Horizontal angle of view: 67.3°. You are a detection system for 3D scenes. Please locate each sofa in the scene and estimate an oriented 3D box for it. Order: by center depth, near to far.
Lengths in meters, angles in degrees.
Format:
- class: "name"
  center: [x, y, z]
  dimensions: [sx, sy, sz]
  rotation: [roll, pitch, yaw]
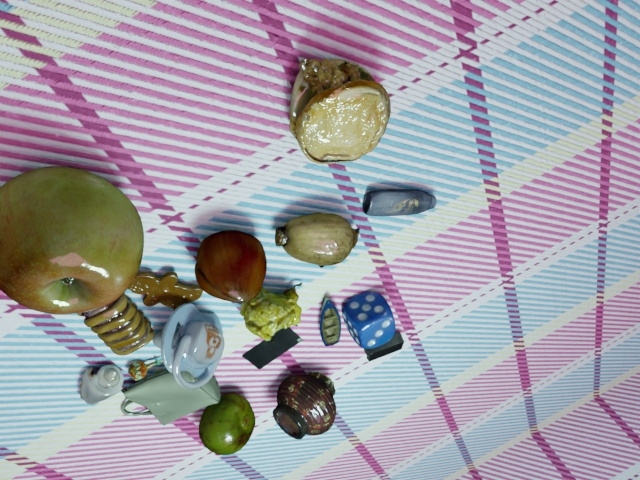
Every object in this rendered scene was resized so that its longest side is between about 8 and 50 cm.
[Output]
- class: "sofa"
  center: [0.240, 0.402, 1.843]
  dimensions: [0.147, 0.060, 0.085]
  rotation: [-19, 147, -10]

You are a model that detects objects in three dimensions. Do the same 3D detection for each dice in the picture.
- class: "dice"
  center: [0.166, 0.274, 1.649]
  dimensions: [0.146, 0.143, 0.146]
  rotation: [-23, 130, -12]

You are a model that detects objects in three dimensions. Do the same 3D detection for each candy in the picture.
- class: "candy"
  center: [-0.502, 0.376, 1.490]
  dimensions: [0.185, 0.049, 0.055]
  rotation: [-21, 87, -17]

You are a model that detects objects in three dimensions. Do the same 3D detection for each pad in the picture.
- class: "pad"
  center: [-0.165, 0.372, 1.663]
  dimensions: [0.193, 0.004, 0.116]
  rotation: [-34, 130, 4]

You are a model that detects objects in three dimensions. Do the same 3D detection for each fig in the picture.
- class: "fig"
  center: [-0.343, 0.640, 1.675]
  dimensions: [0.225, 0.203, 0.203]
  rotation: [-15, 139, 31]

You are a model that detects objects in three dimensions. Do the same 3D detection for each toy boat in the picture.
- class: "toy boat"
  center: [0.030, 0.276, 1.651]
  dimensions: [0.080, 0.046, 0.229]
  rotation: [-16, 129, -11]

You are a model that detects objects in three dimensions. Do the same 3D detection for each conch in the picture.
- class: "conch"
  center: [-0.665, 0.434, 1.450]
  dimensions: [0.104, 0.094, 0.176]
  rotation: [10, 148, -45]

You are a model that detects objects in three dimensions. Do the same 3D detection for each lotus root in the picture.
- class: "lotus root"
  center: [0.000, 0.000, 1.369]
  dimensions: [0.257, 0.140, 0.154]
  rotation: [0, 118, -18]

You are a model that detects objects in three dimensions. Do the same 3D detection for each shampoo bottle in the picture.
- class: "shampoo bottle"
  center: [0.242, -0.114, 1.449]
  dimensions: [0.234, 0.049, 0.087]
  rotation: [-3, 128, -23]

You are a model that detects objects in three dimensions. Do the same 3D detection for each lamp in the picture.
- class: "lamp"
  center: [-0.049, 0.590, 1.743]
  dimensions: [0.247, 0.247, 0.247]
  rotation: [-12, 129, -16]

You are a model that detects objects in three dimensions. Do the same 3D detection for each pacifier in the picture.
- class: "pacifier"
  center: [-0.405, 0.304, 1.403]
  dimensions: [0.207, 0.227, 0.279]
  rotation: [5, 159, 25]

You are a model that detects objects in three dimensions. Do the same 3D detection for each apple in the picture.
- class: "apple"
  center: [-0.547, 0.008, 1.034]
  dimensions: [0.319, 0.277, 0.319]
  rotation: [-13, 131, -15]

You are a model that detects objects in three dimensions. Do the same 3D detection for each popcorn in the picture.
- class: "popcorn"
  center: [-0.134, 0.214, 1.455]
  dimensions: [0.195, 0.168, 0.173]
  rotation: [3, 86, -39]

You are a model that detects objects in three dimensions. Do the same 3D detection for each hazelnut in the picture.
- class: "hazelnut"
  center: [-0.235, 0.078, 1.277]
  dimensions: [0.208, 0.208, 0.208]
  rotation: [-12, 129, -16]

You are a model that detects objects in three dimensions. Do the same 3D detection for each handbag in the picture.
- class: "handbag"
  center: [-0.501, 0.517, 1.557]
  dimensions: [0.315, 0.109, 0.241]
  rotation: [-26, 131, 1]

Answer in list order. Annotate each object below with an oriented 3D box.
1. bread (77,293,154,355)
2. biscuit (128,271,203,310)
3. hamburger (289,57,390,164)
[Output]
- class: "bread"
  center: [-0.562, 0.226, 1.321]
  dimensions: [0.134, 0.081, 0.225]
  rotation: [-26, 132, -3]
- class: "biscuit"
  center: [-0.437, 0.137, 1.342]
  dimensions: [0.205, 0.031, 0.138]
  rotation: [26, 117, -39]
- class: "hamburger"
  center: [0.039, -0.307, 1.154]
  dimensions: [0.243, 0.146, 0.286]
  rotation: [-38, 138, 14]
